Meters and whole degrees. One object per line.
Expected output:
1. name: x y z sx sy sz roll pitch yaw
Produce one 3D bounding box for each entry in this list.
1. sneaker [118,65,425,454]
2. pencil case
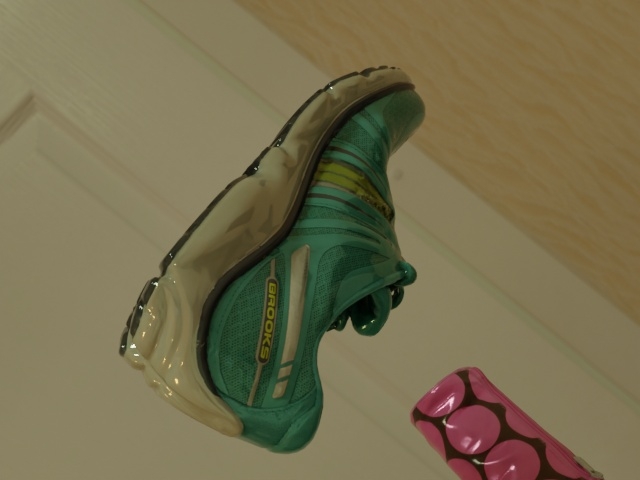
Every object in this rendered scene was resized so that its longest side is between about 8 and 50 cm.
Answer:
1. sneaker: 0.000 0.000 0.465 0.107 0.110 0.275 -49 5 45
2. pencil case: 0.183 0.207 0.823 0.095 0.209 0.098 4 -62 -47
